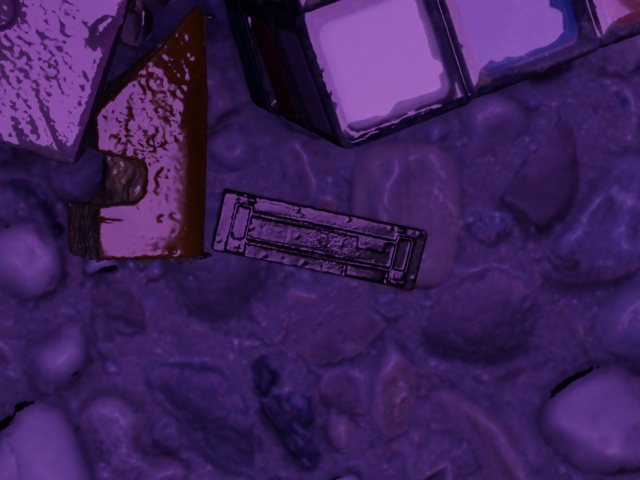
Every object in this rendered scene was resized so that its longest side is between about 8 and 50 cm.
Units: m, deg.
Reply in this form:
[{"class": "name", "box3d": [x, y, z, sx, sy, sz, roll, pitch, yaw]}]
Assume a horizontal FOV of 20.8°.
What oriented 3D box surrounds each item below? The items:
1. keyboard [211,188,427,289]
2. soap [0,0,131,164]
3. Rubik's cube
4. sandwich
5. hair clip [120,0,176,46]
[{"class": "keyboard", "box3d": [0.000, 0.000, 1.672, 0.204, 0.013, 0.061, 11, 96, -14]}, {"class": "soap", "box3d": [-0.285, -0.242, 1.427, 0.285, 0.107, 0.296, 16, 101, -6]}, {"class": "Rubik's cube", "box3d": [0.081, -0.307, 1.469, 0.363, 0.359, 0.362, -18, 103, -10]}, {"class": "sandwich", "box3d": [-0.157, -0.093, 1.574, 0.128, 0.122, 0.235, 0, 95, -16]}, {"class": "hair clip", "box3d": [-0.174, -0.301, 1.528, 0.075, 0.146, 0.257, 3, 94, -32]}]
